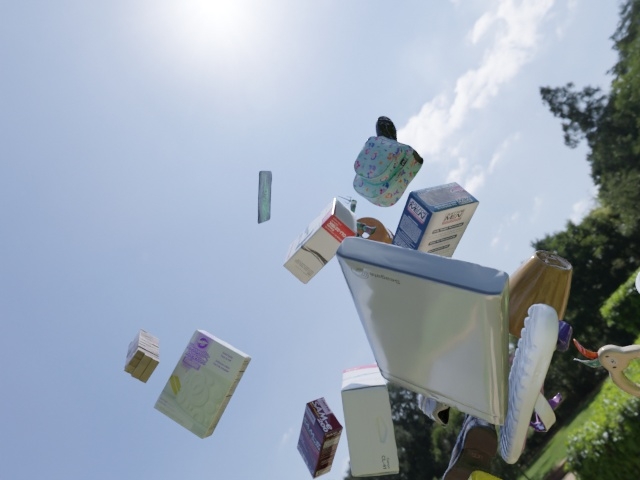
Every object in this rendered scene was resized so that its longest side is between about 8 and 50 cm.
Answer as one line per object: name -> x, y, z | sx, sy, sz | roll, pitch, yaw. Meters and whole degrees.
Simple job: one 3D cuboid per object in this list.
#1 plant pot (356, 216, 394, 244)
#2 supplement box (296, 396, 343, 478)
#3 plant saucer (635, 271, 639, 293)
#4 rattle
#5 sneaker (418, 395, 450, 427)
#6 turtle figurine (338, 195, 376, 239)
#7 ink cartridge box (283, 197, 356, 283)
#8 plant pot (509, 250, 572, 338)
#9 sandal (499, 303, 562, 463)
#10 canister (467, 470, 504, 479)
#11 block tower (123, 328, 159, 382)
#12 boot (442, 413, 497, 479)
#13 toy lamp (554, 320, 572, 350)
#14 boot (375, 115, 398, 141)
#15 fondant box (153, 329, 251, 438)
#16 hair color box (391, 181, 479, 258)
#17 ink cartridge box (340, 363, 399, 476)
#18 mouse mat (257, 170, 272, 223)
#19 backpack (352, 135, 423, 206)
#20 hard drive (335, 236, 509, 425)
plant pot -> 0.241, 0.015, 2.160 | 0.291, 0.291, 0.203 | -43, -31, -8
supplement box -> -0.007, 0.656, 1.419 | 0.073, 0.130, 0.240 | -8, -57, -30
plant saucer -> 1.138, 0.083, 1.214 | 0.400, 0.101, 0.400 | -37, 0, 0
rattle -> 0.639, 0.290, 0.900 | 0.143, 0.199, 0.130 | -50, -31, -39
sneaker -> 0.389, 0.461, 1.333 | 0.105, 0.115, 0.282 | -18, -54, -24
turtle figurine -> 0.131, -0.083, 1.929 | 0.118, 0.234, 0.175 | -38, -18, -35
ink cartridge box -> 0.000, 0.000, 1.554 | 0.273, 0.114, 0.197 | -46, 12, 19
plant pot -> 0.727, 0.172, 1.436 | 0.237, 0.237, 0.255 | -13, -52, -42
sandal -> 0.452, 0.326, 0.893 | 0.169, 0.102, 0.417 | -55, -31, -53
canister -> 0.220, 0.405, 0.562 | 0.073, 0.126, 0.170 | -44, -24, -73
block tower -> -0.692, 0.439, 1.668 | 0.091, 0.335, 0.097 | 36, -101, -20
boot -> 0.368, 0.453, 1.026 | 0.229, 0.091, 0.263 | -44, -30, -63
toy lamp -> 0.619, 0.340, 1.199 | 0.275, 0.080, 0.080 | -47, -31, -20
boot -> 0.258, -0.389, 1.876 | 0.094, 0.247, 0.207 | -6, -19, -26
fondant box -> -0.454, 0.549, 1.661 | 0.330, 0.238, 0.096 | -63, -15, -11
hair color box -> 0.306, 0.008, 1.252 | 0.173, 0.105, 0.347 | -14, -42, -27
ink cartridge box -> 0.138, 0.503, 1.242 | 0.131, 0.226, 0.306 | -9, -8, 5
mouse mat -> -0.203, -0.161, 1.566 | 0.152, 0.007, 0.190 | -42, -43, -76
backpack -> 0.243, -0.265, 1.654 | 0.191, 0.225, 0.254 | 21, -79, -43
hard drive -> 0.171, 0.153, 0.672 | 0.047, 0.232, 0.353 | -52, -41, -31
